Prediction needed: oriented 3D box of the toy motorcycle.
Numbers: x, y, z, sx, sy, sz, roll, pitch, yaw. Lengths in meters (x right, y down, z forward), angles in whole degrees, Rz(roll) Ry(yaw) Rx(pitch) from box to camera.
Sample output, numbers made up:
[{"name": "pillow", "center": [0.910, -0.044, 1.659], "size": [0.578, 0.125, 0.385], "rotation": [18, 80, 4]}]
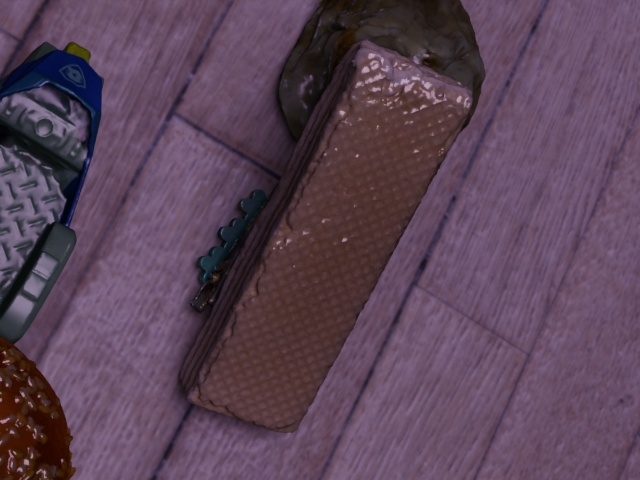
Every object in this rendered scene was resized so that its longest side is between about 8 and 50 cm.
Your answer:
[{"name": "toy motorcycle", "center": [-0.306, -0.071, 1.766], "size": [0.191, 0.200, 0.326], "rotation": [32, 73, -15]}]

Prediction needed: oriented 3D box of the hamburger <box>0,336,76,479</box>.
[{"name": "hamburger", "center": [-0.378, 0.213, 1.681], "size": [0.291, 0.225, 0.291], "rotation": [3, 83, -26]}]

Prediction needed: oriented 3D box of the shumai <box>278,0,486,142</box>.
[{"name": "shumai", "center": [0.099, -0.193, 1.960], "size": [0.222, 0.203, 0.272], "rotation": [43, 65, -14]}]

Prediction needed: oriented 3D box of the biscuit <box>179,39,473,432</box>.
[{"name": "biscuit", "center": [0.000, 0.000, 1.837], "size": [0.144, 0.078, 0.426], "rotation": [22, 108, -22]}]

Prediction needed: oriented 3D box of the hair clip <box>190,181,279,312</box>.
[{"name": "hair clip", "center": [-0.093, 0.003, 1.933], "size": [0.049, 0.049, 0.173], "rotation": [39, 64, -14]}]
